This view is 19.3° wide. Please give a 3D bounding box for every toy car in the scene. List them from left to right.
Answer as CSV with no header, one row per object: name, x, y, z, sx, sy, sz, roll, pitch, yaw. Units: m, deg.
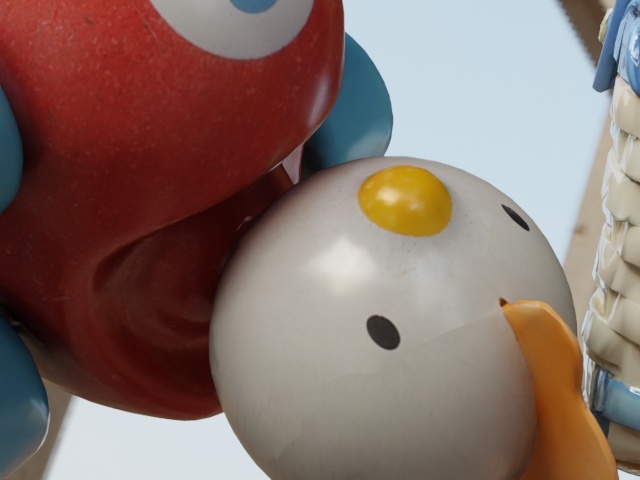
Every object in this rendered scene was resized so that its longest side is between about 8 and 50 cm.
toy car,0.000,0.000,0.572,0.238,0.219,0.210,30,-40,25

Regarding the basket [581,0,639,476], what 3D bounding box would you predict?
basket,0.205,-0.049,0.599,0.255,0.289,0.201,21,22,9
